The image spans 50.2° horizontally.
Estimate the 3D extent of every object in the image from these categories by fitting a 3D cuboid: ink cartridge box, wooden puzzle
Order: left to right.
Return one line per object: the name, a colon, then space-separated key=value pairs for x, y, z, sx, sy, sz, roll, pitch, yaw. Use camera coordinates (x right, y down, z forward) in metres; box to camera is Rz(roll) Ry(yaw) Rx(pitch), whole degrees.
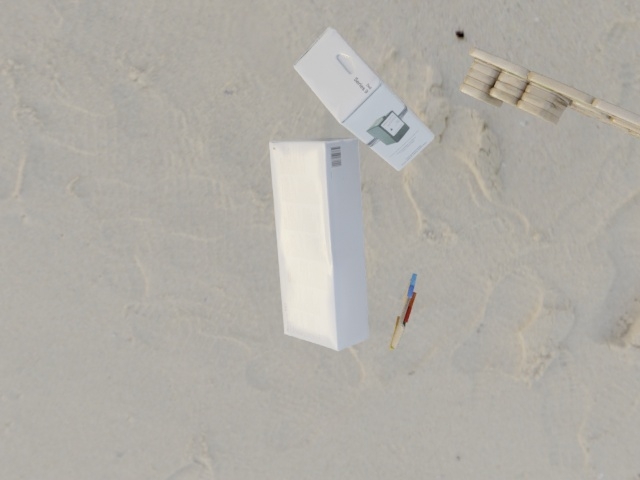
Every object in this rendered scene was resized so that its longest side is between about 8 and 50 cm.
ink cartridge box: x=0.098 y=-0.303 z=1.492 sx=0.121 sy=0.289 sz=0.211 roll=-43 pitch=58 yaw=13
wooden puzzle: x=0.108 y=0.094 z=0.869 sx=0.014 sy=0.079 sz=0.116 roll=15 pitch=155 yaw=5

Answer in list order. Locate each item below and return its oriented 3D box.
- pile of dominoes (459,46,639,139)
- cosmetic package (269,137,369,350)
pile of dominoes: x=0.252 y=-0.102 z=0.626 sx=0.251 sy=0.196 sz=0.040 roll=34 pitch=108 yaw=28
cosmetic package: x=0.000 y=0.000 z=0.805 sx=0.099 sy=0.060 sz=0.239 roll=9 pitch=107 yaw=44
